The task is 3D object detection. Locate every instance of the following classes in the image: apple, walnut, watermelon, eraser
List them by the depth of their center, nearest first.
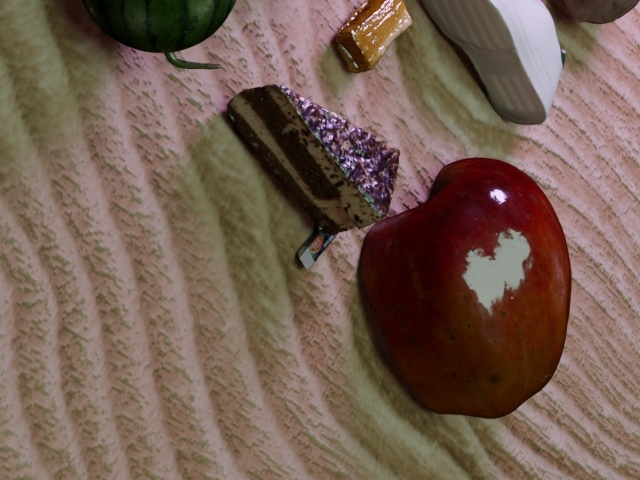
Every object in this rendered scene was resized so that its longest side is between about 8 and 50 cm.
[{"bbox_3d":[-0.180,-0.294,1.303,0.188,0.188,0.215,-33,138,-41],"label":"watermelon"},{"bbox_3d":[0.000,0.000,1.589,0.099,0.019,0.027,-50,122,-33],"label":"eraser"},{"bbox_3d":[0.227,0.073,1.749,0.328,0.295,0.365,-18,104,-5],"label":"apple"},{"bbox_3d":[0.487,-0.472,1.994,0.178,0.178,0.230,31,79,-40],"label":"walnut"}]

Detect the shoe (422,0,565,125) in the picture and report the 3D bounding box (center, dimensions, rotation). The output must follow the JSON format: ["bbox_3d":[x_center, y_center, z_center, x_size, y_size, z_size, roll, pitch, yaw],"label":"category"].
[{"bbox_3d":[0.280,-0.350,1.805,0.363,0.131,0.160,50,57,-38],"label":"shoe"}]

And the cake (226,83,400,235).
[{"bbox_3d":[-0.003,-0.136,1.527,0.246,0.112,0.135,50,45,-23],"label":"cake"}]

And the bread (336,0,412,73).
[{"bbox_3d":[0.074,-0.295,1.647,0.074,0.053,0.132,54,54,-25],"label":"bread"}]
